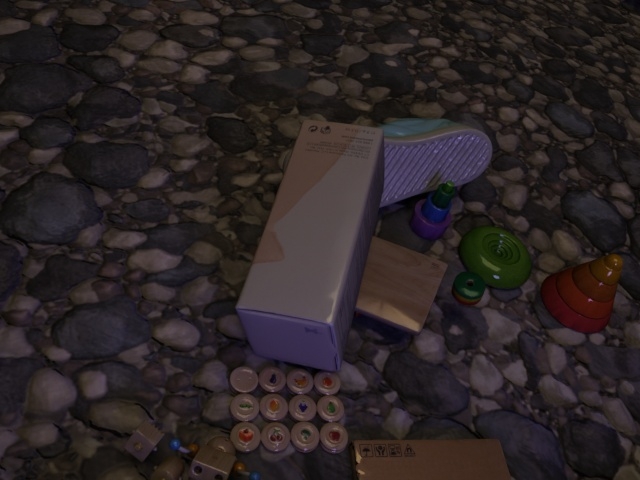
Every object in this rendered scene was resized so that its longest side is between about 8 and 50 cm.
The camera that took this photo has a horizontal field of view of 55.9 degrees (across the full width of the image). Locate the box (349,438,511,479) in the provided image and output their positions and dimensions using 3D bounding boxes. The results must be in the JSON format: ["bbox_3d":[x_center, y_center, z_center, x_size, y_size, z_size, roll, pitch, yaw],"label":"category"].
[{"bbox_3d":[0.142,0.318,0.715,0.201,0.021,0.164,4,49,-14],"label":"box"}]

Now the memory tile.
[{"bbox_3d":[-0.041,0.210,0.757,0.148,0.012,0.113,4,49,-13],"label":"memory tile"}]

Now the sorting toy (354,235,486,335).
[{"bbox_3d":[0.093,0.068,0.890,0.274,0.046,0.132,21,53,14],"label":"sorting toy"}]

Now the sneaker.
[{"bbox_3d":[0.103,-0.141,1.055,0.366,0.135,0.150,-5,22,-15],"label":"sneaker"}]

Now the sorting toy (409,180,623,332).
[{"bbox_3d":[0.328,0.006,0.973,0.365,0.126,0.127,29,48,8],"label":"sorting toy"}]

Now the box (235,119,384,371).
[{"bbox_3d":[0.000,0.000,0.815,0.121,0.148,0.311,10,56,11],"label":"box"}]

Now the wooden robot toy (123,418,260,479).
[{"bbox_3d":[-0.129,0.252,0.676,0.173,0.076,0.079,22,12,2],"label":"wooden robot toy"}]
